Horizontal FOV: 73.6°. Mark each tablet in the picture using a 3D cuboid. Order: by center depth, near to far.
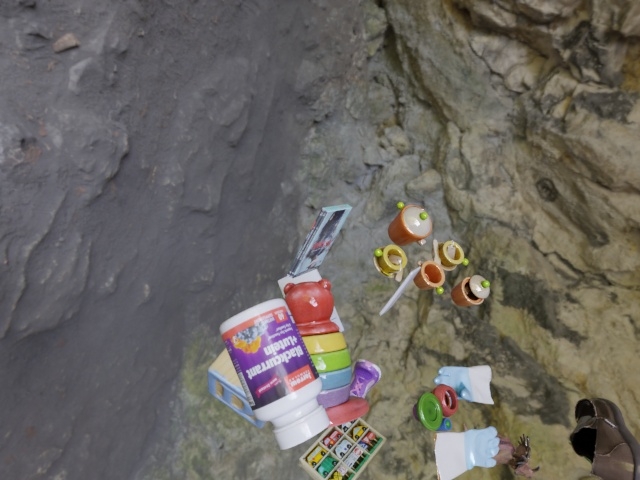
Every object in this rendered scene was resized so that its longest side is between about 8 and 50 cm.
[{"bbox_3d":[0.119,0.075,0.634,0.083,0.006,0.054,-57,162,20],"label":"tablet"}]

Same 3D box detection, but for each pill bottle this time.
[{"bbox_3d":[-0.063,0.192,0.626,0.108,0.193,0.108,-25,168,-6],"label":"pill bottle"}]

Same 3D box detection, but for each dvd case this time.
[{"bbox_3d":[0.000,0.000,0.649,0.119,0.013,0.087,-60,161,21],"label":"dvd case"}]

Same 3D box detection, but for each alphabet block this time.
[{"bbox_3d":[-0.178,0.367,1.194,0.197,0.193,0.192,-51,169,-36],"label":"alphabet block"}]

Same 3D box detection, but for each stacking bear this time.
[{"bbox_3d":[-0.013,0.229,0.908,0.164,0.176,0.288,17,64,-67],"label":"stacking bear"}]

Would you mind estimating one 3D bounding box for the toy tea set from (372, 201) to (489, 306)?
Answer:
[{"bbox_3d":[0.306,0.040,1.108,0.124,0.336,0.200,-45,-157,55],"label":"toy tea set"}]

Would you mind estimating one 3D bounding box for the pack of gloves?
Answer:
[{"bbox_3d":[0.298,0.342,0.825,0.046,0.232,0.194,-20,-115,44],"label":"pack of gloves"}]

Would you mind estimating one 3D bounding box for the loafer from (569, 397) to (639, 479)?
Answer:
[{"bbox_3d":[0.746,0.521,1.158,0.366,0.130,0.133,-5,100,-73],"label":"loafer"}]

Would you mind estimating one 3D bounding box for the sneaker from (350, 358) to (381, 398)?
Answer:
[{"bbox_3d":[0.132,0.498,1.460,0.104,0.095,0.236,-48,161,-44],"label":"sneaker"}]

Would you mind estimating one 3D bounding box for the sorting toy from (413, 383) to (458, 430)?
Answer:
[{"bbox_3d":[0.167,0.255,0.644,0.042,0.102,0.061,-29,-109,44],"label":"sorting toy"}]

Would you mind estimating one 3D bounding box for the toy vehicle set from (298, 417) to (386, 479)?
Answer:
[{"bbox_3d":[0.076,0.684,1.389,0.267,0.166,0.035,-27,137,-47],"label":"toy vehicle set"}]

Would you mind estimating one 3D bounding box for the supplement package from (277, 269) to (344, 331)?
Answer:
[{"bbox_3d":[-0.022,0.168,1.091,0.105,0.105,0.179,-118,-175,-46],"label":"supplement package"}]

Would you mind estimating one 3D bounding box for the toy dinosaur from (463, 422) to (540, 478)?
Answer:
[{"bbox_3d":[0.560,0.649,1.330,0.296,0.200,0.127,43,52,-48],"label":"toy dinosaur"}]

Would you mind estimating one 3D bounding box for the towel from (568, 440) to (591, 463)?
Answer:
[{"bbox_3d":[0.950,0.690,1.462,0.113,0.152,0.023,-132,-161,-73],"label":"towel"}]
